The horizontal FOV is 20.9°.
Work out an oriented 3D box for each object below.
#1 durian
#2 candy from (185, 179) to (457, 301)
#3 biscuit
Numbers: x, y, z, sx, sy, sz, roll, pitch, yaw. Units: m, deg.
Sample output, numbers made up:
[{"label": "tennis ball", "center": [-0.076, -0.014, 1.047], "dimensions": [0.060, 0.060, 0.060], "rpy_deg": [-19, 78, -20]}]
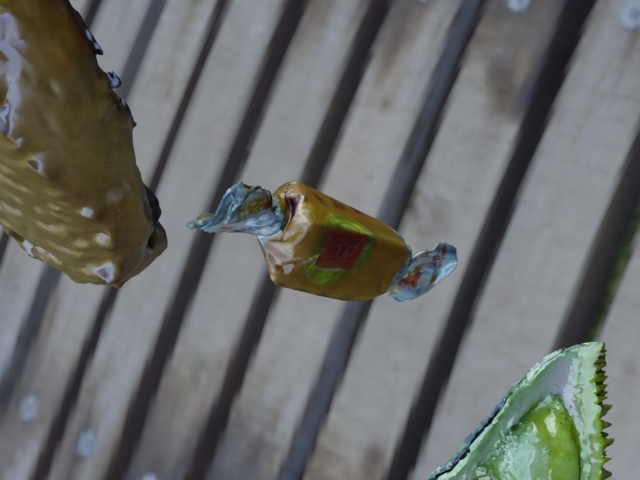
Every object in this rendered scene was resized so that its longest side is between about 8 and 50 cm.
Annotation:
[{"label": "durian", "center": [0.136, 0.234, 1.574], "dimensions": [0.352, 0.169, 0.158], "rpy_deg": [-45, 36, -8]}, {"label": "candy", "center": [0.000, 0.000, 0.895], "dimensions": [0.053, 0.182, 0.046], "rpy_deg": [-52, 49, 17]}, {"label": "biscuit", "center": [-0.177, -0.094, 0.810], "dimensions": [0.075, 0.296, 0.296], "rpy_deg": [-37, 42, -15]}]
